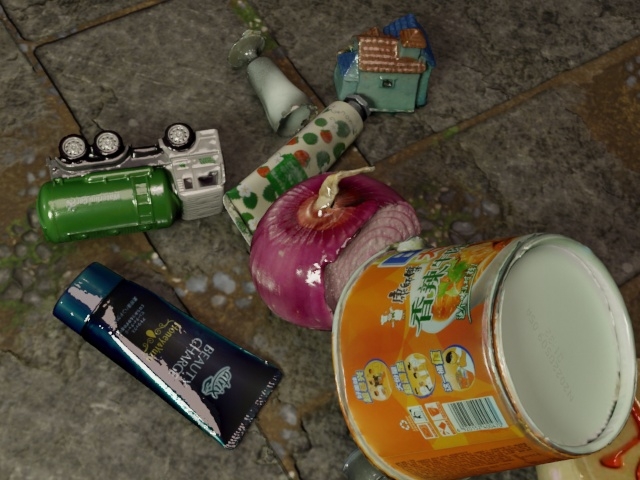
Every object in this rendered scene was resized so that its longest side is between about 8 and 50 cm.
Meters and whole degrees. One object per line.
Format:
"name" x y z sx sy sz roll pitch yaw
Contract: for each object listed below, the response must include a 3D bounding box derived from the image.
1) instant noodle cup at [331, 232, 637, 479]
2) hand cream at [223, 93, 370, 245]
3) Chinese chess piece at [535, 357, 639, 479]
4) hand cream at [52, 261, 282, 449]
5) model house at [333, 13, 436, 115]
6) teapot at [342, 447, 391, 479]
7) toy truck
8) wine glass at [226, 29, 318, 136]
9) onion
"instant noodle cup" 0.186 0.125 0.967 0.296 0.214 0.296 10 72 -36
"hand cream" -0.026 -0.105 1.220 0.059 0.095 0.276 4 44 48
"Chinese chess piece" 0.380 0.258 1.053 0.251 0.097 0.250 4 59 -7
"hand cream" -0.186 0.131 1.074 0.270 0.061 0.120 34 56 3
"model house" 0.101 -0.271 1.289 0.148 0.148 0.119 1 59 -10
"teapot" 0.065 0.265 1.029 0.088 0.066 0.057 -13 43 -40
"toy truck" -0.241 -0.069 1.150 0.243 0.101 0.125 -10 67 -11
"wine glass" -0.071 -0.225 1.281 0.072 0.072 0.155 -25 66 -21
"onion" 0.005 0.009 1.103 0.201 0.200 0.207 21 80 4
